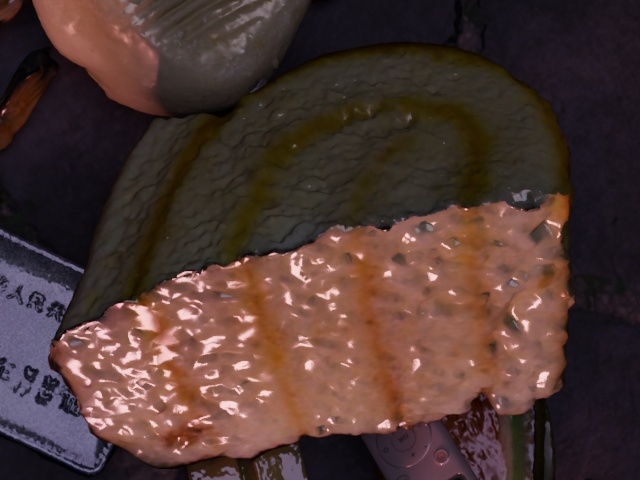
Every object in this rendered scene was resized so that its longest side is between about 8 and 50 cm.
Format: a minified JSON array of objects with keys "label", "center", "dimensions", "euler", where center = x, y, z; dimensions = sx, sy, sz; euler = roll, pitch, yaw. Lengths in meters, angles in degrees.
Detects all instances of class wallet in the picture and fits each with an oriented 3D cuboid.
[{"label":"wallet","center":[-0.249,0.086,1.010],"dimensions":[0.222,0.036,0.167],"euler":[27,79,-8]}]

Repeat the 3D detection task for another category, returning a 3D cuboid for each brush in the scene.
[{"label":"brush","center":[-0.074,0.168,1.036],"dimensions":[0.103,0.047,0.233],"euler":[-12,79,-13]}]

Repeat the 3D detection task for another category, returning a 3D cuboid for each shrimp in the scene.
[{"label":"shrimp","center":[-0.297,-0.149,1.015],"dimensions":[0.254,0.059,0.145],"euler":[-31,94,-13]}]

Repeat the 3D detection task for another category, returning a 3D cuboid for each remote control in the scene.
[{"label":"remote control","center":[0.063,0.153,1.001],"dimensions":[0.067,0.029,0.261],"euler":[-37,58,10]}]

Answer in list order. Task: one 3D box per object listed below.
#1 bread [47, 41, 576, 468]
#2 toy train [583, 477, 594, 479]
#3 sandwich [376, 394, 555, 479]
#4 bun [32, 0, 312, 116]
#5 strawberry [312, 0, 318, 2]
[{"label":"bread","center":[-0.009,-0.002,0.952],"dimensions":[0.395,0.239,0.264],"euler":[-11,46,1]},{"label":"toy train","center":[0.276,0.408,0.957],"dimensions":[0.249,0.178,0.429],"euler":[-18,85,-52]},{"label":"sandwich","center":[0.125,0.169,1.053],"dimensions":[0.160,0.109,0.184],"euler":[-7,87,8]},{"label":"bun","center":[-0.129,-0.232,1.012],"dimensions":[0.259,0.160,0.259],"euler":[-1,93,-23]},{"label":"strawberry","center":[-0.010,-0.296,1.099],"dimensions":[0.104,0.048,0.152],"euler":[0,94,-18]}]
